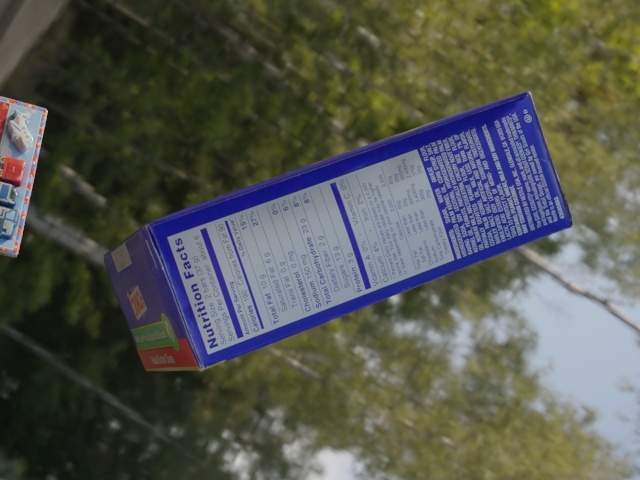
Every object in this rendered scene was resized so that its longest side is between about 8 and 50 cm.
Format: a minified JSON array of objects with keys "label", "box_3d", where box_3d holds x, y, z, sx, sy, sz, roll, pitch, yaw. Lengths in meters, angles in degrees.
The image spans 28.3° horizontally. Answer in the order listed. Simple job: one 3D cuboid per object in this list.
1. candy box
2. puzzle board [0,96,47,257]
[{"label":"candy box","box_3d":[0.000,0.000,1.037,0.317,0.122,0.268,-19,-179,-16]},{"label":"puzzle board","box_3d":[-0.235,-0.053,0.829,0.011,0.096,0.128,124,-25,-47]}]
